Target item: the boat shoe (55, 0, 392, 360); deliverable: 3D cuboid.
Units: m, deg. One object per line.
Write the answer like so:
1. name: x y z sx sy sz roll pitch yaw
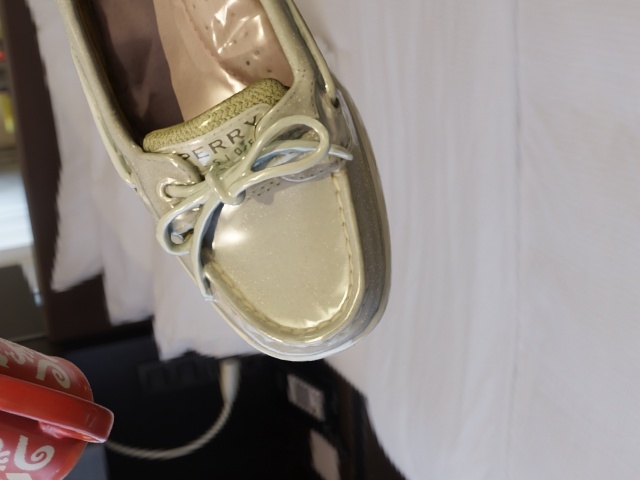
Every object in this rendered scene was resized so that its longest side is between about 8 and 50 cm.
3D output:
1. boat shoe: -0.061 -0.088 0.491 0.103 0.118 0.320 -40 -69 -76

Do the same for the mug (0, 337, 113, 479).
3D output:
1. mug: -0.243 0.106 0.776 0.169 0.150 0.113 45 -156 -56
